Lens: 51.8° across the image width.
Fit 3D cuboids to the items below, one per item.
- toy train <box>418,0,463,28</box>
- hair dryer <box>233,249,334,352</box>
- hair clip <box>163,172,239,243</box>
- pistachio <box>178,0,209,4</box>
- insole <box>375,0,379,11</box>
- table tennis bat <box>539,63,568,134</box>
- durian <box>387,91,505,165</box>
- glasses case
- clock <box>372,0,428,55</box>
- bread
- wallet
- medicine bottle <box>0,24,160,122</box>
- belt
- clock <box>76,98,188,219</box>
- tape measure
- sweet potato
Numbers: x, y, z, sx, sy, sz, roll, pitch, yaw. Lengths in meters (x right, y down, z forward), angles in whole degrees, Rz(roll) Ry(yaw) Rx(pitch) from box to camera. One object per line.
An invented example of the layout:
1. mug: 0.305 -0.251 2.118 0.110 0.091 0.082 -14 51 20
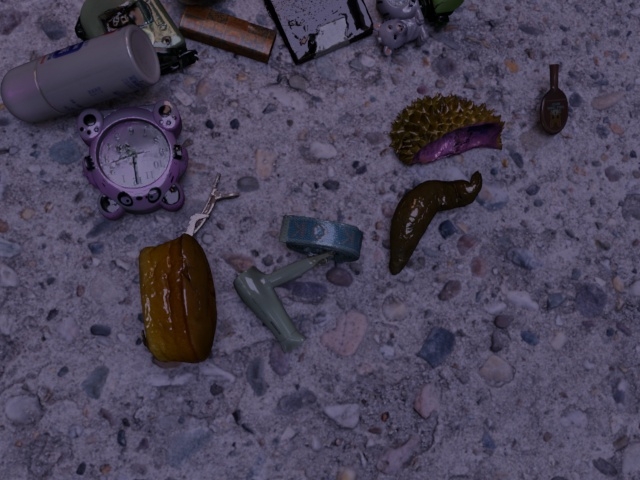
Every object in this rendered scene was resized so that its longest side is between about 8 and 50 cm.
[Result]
1. toy train: 0.275 -0.647 1.577 0.105 0.157 0.253 -12 86 -13
2. hair dryer: -0.049 0.106 1.425 0.237 0.075 0.206 -37 92 19
3. hair clip: -0.270 -0.045 1.481 0.072 0.034 0.226 36 79 -1
4. pistachio: -0.268 -0.633 1.518 0.223 0.126 0.152 -51 127 -37
5. insole: 0.190 -0.649 1.648 0.063 0.010 0.192 29 78 -2
6. table tennis bat: 0.540 -0.350 1.645 0.107 0.119 0.170 -14 106 -34
7. durian: 0.289 -0.279 1.555 0.260 0.154 0.186 -26 60 -18
8. glasses case: -0.217 -0.490 1.552 0.218 0.049 0.075 17 79 -4
9. clock: 0.176 -0.543 1.587 0.117 0.080 0.176 -20 96 -10
10. bread: -0.290 0.123 1.371 0.143 0.195 0.269 -11 79 1
11. wallet: -0.017 -0.581 1.586 0.221 0.071 0.262 -25 91 -11
12. medicine bottle: -0.522 -0.346 1.406 0.341 0.130 0.130 -14 82 15
13. belt: 0.009 0.002 1.454 0.163 0.147 0.082 6 76 23
14. clock: -0.408 -0.178 1.459 0.228 0.090 0.248 -9 83 -8
15. tape measure: -0.426 -0.461 1.490 0.207 0.115 0.235 -33 86 -13
16. sweet potato: 0.242 -0.067 1.518 0.310 0.098 0.124 -44 95 -8
